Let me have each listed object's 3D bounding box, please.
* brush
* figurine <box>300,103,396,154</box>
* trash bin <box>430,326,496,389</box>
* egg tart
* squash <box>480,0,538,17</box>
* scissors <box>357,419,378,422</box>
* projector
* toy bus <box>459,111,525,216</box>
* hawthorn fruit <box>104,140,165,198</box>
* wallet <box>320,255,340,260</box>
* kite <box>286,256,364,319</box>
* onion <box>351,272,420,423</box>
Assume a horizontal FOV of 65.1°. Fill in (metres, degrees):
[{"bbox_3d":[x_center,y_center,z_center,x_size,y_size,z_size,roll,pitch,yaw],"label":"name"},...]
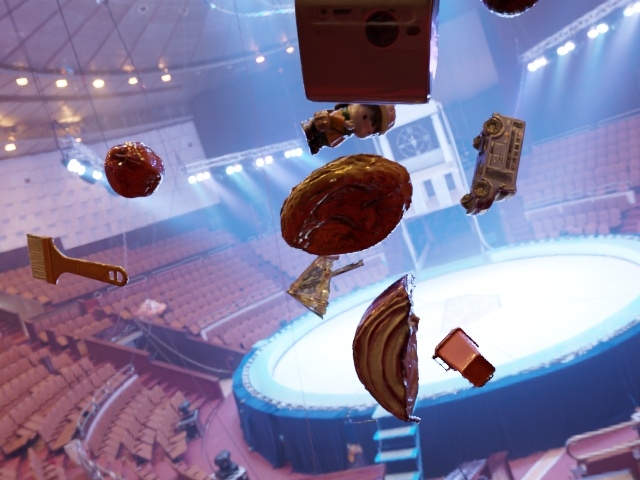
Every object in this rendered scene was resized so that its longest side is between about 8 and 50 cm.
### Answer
[{"bbox_3d":[-0.490,0.052,1.004,0.272,0.103,0.013,9,18,22],"label":"brush"},{"bbox_3d":[0.101,-0.425,1.749,0.332,0.185,0.204,-10,44,13],"label":"figurine"},{"bbox_3d":[0.584,0.491,2.052,0.184,0.161,0.238,-46,17,4],"label":"trash bin"},{"bbox_3d":[0.074,-0.126,1.580,0.443,0.178,0.443,-13,-37,-10],"label":"egg tart"},{"bbox_3d":[0.536,-0.727,1.413,0.193,0.193,0.156,-17,0,11],"label":"squash"},{"bbox_3d":[0.132,0.543,1.501,0.083,0.006,0.036,-18,-23,28],"label":"scissors"},{"bbox_3d":[0.105,-0.419,0.995,0.249,0.248,0.248,6,43,14],"label":"projector"},{"bbox_3d":[0.285,-0.119,0.821,0.076,0.167,0.073,13,-13,4],"label":"toy bus"},{"bbox_3d":[-0.543,-0.206,1.473,0.173,0.173,0.179,-20,-9,-36],"label":"hawthorn fruit"},{"bbox_3d":[0.000,0.000,1.814,0.183,0.032,0.124,19,57,12],"label":"wallet"},{"bbox_3d":[0.008,0.134,1.868,0.368,0.014,0.406,-23,38,31],"label":"kite"},{"bbox_3d":[0.156,0.231,1.129,0.146,0.314,0.280,-4,1,14],"label":"onion"}]
